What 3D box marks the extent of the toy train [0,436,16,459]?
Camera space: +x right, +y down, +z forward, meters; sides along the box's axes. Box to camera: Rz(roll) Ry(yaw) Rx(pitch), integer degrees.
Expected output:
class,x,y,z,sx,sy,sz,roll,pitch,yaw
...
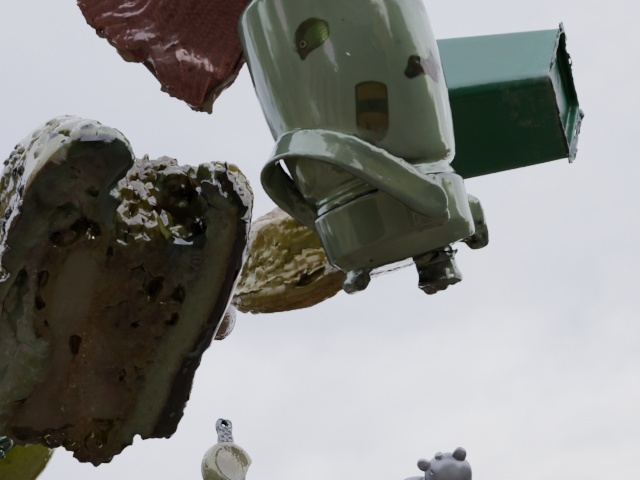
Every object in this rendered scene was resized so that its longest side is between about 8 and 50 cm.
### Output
class,x,y,z,sx,sy,sz,roll,pitch,yaw
toy train,-0.471,0.226,1.169,0.177,0.116,0.285,-24,-20,-39

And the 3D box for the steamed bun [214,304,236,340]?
class,x,y,z,sx,sy,sz,roll,pitch,yaw
steamed bun,-0.277,0.184,2.124,0.144,0.106,0.175,5,1,27

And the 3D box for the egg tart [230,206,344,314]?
class,x,y,z,sx,sy,sz,roll,pitch,yaw
egg tart,0.000,0.000,1.215,0.294,0.123,0.294,-21,6,2

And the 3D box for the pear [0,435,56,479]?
class,x,y,z,sx,sy,sz,roll,pitch,yaw
pear,-0.552,0.294,1.457,0.294,0.294,0.294,-8,-35,-6

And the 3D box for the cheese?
class,x,y,z,sx,sy,sz,roll,pitch,yaw
cheese,-0.168,0.401,1.697,0.092,0.171,0.048,30,-61,-8

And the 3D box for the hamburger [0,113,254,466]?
class,x,y,z,sx,sy,sz,roll,pitch,yaw
hamburger,-0.175,0.028,0.694,0.167,0.192,0.288,15,-69,-26

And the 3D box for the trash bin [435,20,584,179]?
class,x,y,z,sx,sy,sz,roll,pitch,yaw
trash bin,0.260,-0.234,1.666,0.381,0.295,0.259,-6,-51,28

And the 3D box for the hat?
class,x,y,z,sx,sy,sz,roll,pitch,yaw
hat,-0.150,-0.331,1.180,0.236,0.107,0.286,41,-90,-6

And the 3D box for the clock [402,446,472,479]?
class,x,y,z,sx,sy,sz,roll,pitch,yaw
clock,0.178,0.406,1.485,0.176,0.080,0.117,-27,-80,20

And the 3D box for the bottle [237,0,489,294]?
class,x,y,z,sx,sy,sz,roll,pitch,yaw
bottle,0.042,-0.103,0.993,0.229,0.352,0.229,-15,-8,-2
